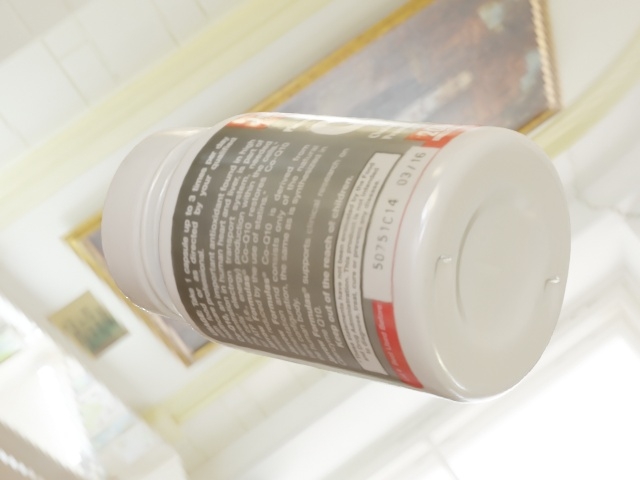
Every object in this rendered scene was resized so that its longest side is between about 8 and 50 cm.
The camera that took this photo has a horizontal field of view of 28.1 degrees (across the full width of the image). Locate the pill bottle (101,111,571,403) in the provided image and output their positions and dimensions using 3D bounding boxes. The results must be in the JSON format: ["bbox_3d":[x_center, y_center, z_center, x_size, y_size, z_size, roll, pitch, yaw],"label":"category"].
[{"bbox_3d":[0.000,0.000,0.817,0.283,0.161,0.161,9,-37,41],"label":"pill bottle"}]
